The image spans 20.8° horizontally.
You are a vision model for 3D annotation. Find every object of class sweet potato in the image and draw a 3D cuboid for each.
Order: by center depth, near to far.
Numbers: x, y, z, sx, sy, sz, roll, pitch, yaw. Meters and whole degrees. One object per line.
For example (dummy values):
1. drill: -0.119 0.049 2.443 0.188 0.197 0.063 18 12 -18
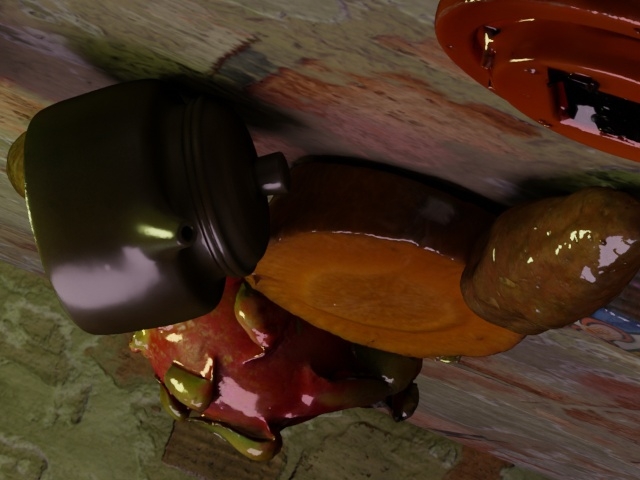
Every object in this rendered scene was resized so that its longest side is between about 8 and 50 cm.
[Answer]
1. sweet potato: 0.167 0.009 1.202 0.097 0.097 0.252 22 162 -9
2. sweet potato: -0.268 -0.073 1.705 0.075 0.075 0.269 21 180 -3

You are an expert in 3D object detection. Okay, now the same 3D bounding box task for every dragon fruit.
1. dragon fruit: -0.046 0.105 1.878 0.307 0.243 0.227 -15 160 -25

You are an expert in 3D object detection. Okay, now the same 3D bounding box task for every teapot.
1. teapot: -0.107 -0.035 1.315 0.175 0.185 0.267 -11 -163 11

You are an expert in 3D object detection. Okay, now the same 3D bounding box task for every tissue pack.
1. tissue pack: 0.273 0.062 1.338 0.155 0.065 0.115 21 170 -9

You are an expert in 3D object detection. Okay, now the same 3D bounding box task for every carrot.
1. carrot: 0.068 0.021 1.442 0.258 0.100 0.307 17 168 -3

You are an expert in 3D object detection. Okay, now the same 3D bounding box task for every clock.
1. clock: 0.152 -0.078 0.844 0.205 0.051 0.205 20 172 3
